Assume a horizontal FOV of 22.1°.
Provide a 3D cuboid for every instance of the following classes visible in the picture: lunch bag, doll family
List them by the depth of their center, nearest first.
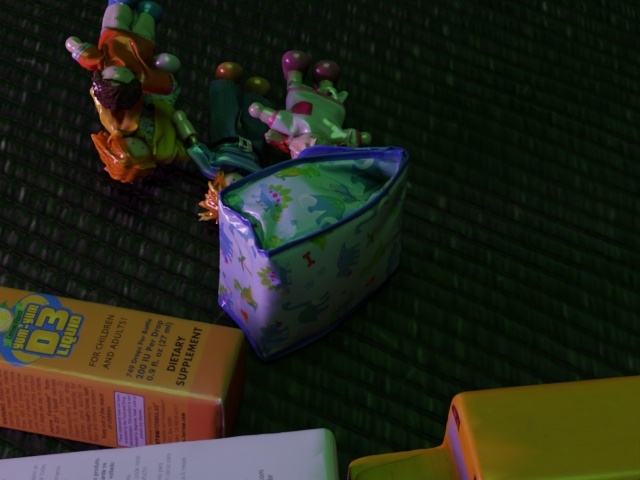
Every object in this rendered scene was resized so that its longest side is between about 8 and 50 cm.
[{"bbox_3d":[0.000,0.000,1.258,0.151,0.129,0.096,-22,53,-21],"label":"lunch bag"},{"bbox_3d":[-0.096,-0.091,1.366,0.263,0.118,0.163,17,39,-12],"label":"doll family"}]

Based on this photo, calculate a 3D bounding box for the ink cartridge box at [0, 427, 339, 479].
[{"bbox_3d":[-0.144,0.251,0.991,0.330,0.071,0.324,-7,32,2],"label":"ink cartridge box"}]

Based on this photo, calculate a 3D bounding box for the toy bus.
[{"bbox_3d":[0.189,0.167,1.113,0.332,0.130,0.108,-4,48,-8],"label":"toy bus"}]

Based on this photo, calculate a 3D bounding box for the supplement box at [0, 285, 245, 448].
[{"bbox_3d":[-0.175,0.095,1.194,0.233,0.080,0.078,8,45,7],"label":"supplement box"}]
